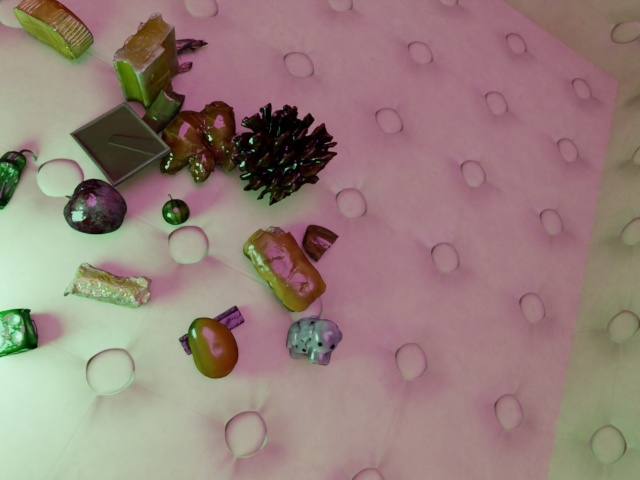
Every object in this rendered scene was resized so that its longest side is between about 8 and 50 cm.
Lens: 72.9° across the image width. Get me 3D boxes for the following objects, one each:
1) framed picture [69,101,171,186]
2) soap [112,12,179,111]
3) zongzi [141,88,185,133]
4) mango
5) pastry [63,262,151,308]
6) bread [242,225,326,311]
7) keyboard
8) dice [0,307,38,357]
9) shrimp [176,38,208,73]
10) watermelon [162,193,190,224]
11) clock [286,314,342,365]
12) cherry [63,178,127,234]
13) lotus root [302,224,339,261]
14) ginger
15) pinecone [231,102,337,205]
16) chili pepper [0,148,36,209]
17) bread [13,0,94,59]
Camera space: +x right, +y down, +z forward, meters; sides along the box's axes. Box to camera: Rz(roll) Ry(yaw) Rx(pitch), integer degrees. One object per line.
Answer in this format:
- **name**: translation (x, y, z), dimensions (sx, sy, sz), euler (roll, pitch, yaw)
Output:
- **framed picture**: translation (-0.725, -0.355, 1.568), dimensions (0.240, 0.020, 0.324), euler (-40, 68, -18)
- **soap**: translation (-0.633, -0.655, 1.615), dimensions (0.143, 0.281, 0.259), euler (31, 75, -5)
- **zongzi**: translation (-0.622, -0.499, 1.713), dimensions (0.094, 0.204, 0.205), euler (39, 105, -18)
- **mango**: translation (-0.363, 0.362, 1.481), dimensions (0.152, 0.120, 0.220), euler (-16, 94, -26)
- **pastry**: translation (-0.702, 0.154, 1.457), dimensions (0.259, 0.089, 0.121), euler (14, 74, -16)
- **bread**: translation (-0.135, 0.101, 1.637), dimensions (0.195, 0.149, 0.344), euler (-37, 88, -26)
- **keyboard**: translation (-0.387, 0.320, 1.553), dimensions (0.231, 0.023, 0.072), euler (-29, 92, -24)
- **dice**: translation (-0.939, 0.280, 1.312), dimensions (0.120, 0.131, 0.128), euler (-13, 80, -22)
- **shrimp**: translation (-0.579, -0.778, 1.816), dimensions (0.251, 0.052, 0.143), euler (-26, 94, -17)
- **watermelon**: translation (-0.533, -0.109, 1.595), dimensions (0.109, 0.109, 0.108), euler (6, 72, -18)
- **clock**: translation (-0.004, 0.354, 1.552), dimensions (0.189, 0.254, 0.188), euler (4, 77, -18)
- **cherry**: translation (-0.759, -0.110, 1.475), dimensions (0.195, 0.195, 0.195), euler (6, 72, -18)
- **lotus root**: translation (-0.004, -0.001, 1.749), dimensions (0.135, 0.095, 0.159), euler (30, 61, -5)
- **ginger**: translation (-0.462, -0.373, 1.679), dimensions (0.358, 0.152, 0.274), euler (-26, 103, -24)
- **pinecone**: translation (-0.153, -0.329, 1.630), dimensions (0.398, 0.398, 0.397), euler (6, 72, -18)
- **chili pepper**: translation (-1.061, -0.206, 1.458), dimensions (0.100, 0.074, 0.256), euler (18, 73, -16)
- **bread**: translation (-0.980, -0.797, 1.609), dimensions (0.250, 0.179, 0.133), euler (30, 74, 1)
